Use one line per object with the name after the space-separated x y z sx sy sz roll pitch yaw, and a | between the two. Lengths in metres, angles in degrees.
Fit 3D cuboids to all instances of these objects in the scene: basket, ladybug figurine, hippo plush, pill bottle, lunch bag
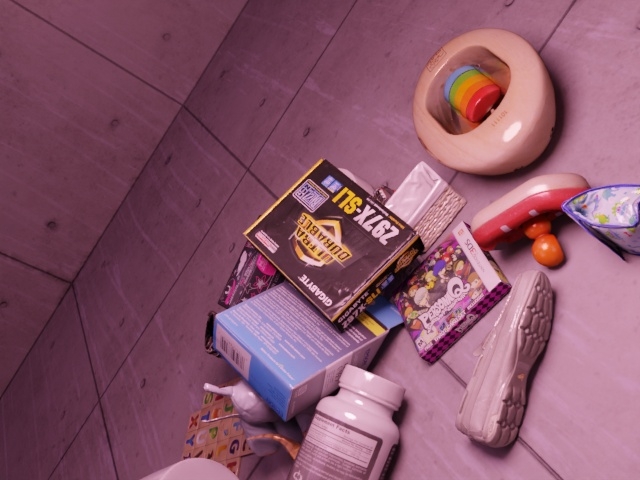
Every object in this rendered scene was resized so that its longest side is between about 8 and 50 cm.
0.229 -0.071 1.678 0.167 0.103 0.113 -53 32 13 | basket
0.355 -0.291 1.617 0.305 0.162 0.449 -48 34 20 | ladybug figurine
-0.114 0.331 1.710 0.236 0.294 0.234 -95 12 -52 | hippo plush
0.050 0.414 1.469 0.176 0.176 0.318 7 71 57 | pill bottle
0.493 -0.030 1.240 0.151 0.129 0.096 8 71 56 | lunch bag

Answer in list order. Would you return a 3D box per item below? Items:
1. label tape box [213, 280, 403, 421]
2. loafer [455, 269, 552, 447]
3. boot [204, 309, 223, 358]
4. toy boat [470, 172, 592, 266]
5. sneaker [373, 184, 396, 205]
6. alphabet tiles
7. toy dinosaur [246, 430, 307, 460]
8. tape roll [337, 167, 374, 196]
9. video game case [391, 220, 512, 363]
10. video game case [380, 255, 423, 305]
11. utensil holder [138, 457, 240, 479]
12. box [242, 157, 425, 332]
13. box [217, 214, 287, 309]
-0.019 0.199 1.618 0.249 0.347 0.115 38 134 32 | label tape box
0.318 0.199 1.322 0.111 0.112 0.319 10 74 49 | loafer
-0.189 0.302 1.852 0.091 0.229 0.263 -49 33 19 | boot
0.403 -0.024 1.386 0.231 0.151 0.151 -35 70 36 | toy boat
0.151 -0.094 1.801 0.061 0.065 0.158 -55 9 16 | sneaker
-0.269 0.511 2.008 0.342 0.011 0.285 -28 44 42 | alphabet tiles
-0.044 0.447 1.601 0.112 0.211 0.064 -38 -24 -31 | toy dinosaur
0.000 0.000 1.954 0.392 0.072 0.392 -40 36 37 | tape roll
0.261 0.104 1.547 0.232 0.042 0.210 -48 32 20 | video game case
0.148 0.070 1.756 0.183 0.023 0.201 -51 33 15 | video game case
-0.370 0.701 1.712 0.385 0.327 0.328 -33 41 33 | utensil holder
0.025 0.002 1.623 0.257 0.079 0.322 -43 55 -7 | box
-0.112 0.082 1.821 0.247 0.163 0.142 -65 24 -5 | box
